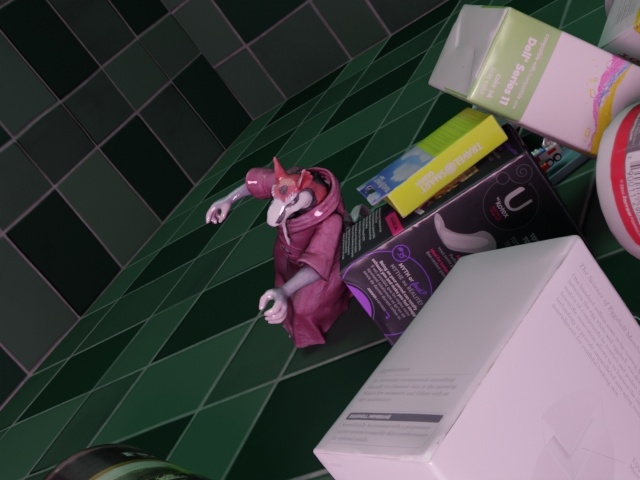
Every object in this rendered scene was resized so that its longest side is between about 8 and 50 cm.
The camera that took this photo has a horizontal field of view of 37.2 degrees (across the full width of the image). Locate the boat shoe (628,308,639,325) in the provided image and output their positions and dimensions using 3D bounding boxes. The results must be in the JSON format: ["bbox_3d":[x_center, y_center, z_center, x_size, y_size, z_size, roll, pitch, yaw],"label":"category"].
[{"bbox_3d":[0.237,0.093,0.939,0.113,0.105,0.306,-43,17,-18],"label":"boat shoe"}]

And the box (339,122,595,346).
[{"bbox_3d":[0.176,0.004,1.200,0.270,0.165,0.143,-33,16,14],"label":"box"}]

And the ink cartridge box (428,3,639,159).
[{"bbox_3d":[0.334,-0.170,1.188,0.207,0.353,0.119,-114,47,-74],"label":"ink cartridge box"}]

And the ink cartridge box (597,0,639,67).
[{"bbox_3d":[0.493,-0.305,1.109,0.270,0.198,0.197,152,138,-80],"label":"ink cartridge box"}]

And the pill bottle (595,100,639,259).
[{"bbox_3d":[0.427,-0.074,0.867,0.176,0.176,0.318,-46,19,-27],"label":"pill bottle"}]

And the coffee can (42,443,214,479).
[{"bbox_3d":[-0.184,0.334,1.004,0.201,0.201,0.275,-45,19,-24],"label":"coffee can"}]

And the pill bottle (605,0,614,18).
[{"bbox_3d":[0.593,-0.439,1.449,0.363,0.210,0.210,-48,19,-29],"label":"pill bottle"}]

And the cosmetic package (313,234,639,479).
[{"bbox_3d":[0.156,0.157,0.726,0.224,0.224,0.138,-47,19,-30],"label":"cosmetic package"}]

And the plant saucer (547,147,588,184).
[{"bbox_3d":[0.332,-0.093,1.403,0.192,0.018,0.067,-38,16,1],"label":"plant saucer"}]

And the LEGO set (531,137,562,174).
[{"bbox_3d":[0.253,-0.078,1.398,0.182,0.060,0.244,-19,24,39],"label":"LEGO set"}]

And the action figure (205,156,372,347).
[{"bbox_3d":[0.000,0.000,1.364,0.276,0.248,0.370,-22,-29,-11],"label":"action figure"}]

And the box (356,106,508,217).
[{"bbox_3d":[0.135,-0.094,1.176,0.178,0.042,0.109,-37,16,2],"label":"box"}]

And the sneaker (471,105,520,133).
[{"bbox_3d":[0.256,-0.153,1.599,0.268,0.101,0.153,-50,-8,18],"label":"sneaker"}]
